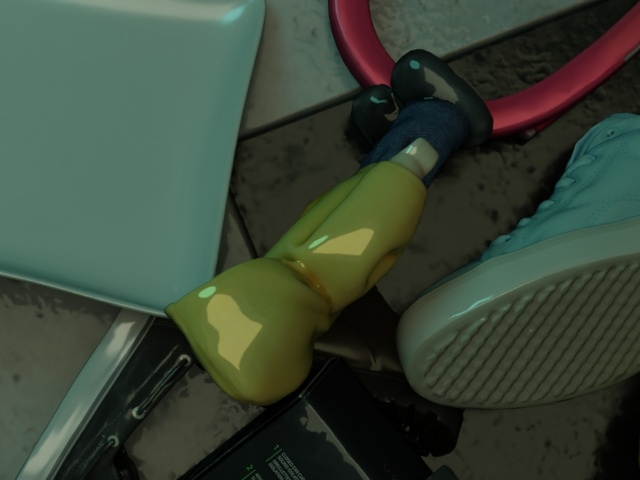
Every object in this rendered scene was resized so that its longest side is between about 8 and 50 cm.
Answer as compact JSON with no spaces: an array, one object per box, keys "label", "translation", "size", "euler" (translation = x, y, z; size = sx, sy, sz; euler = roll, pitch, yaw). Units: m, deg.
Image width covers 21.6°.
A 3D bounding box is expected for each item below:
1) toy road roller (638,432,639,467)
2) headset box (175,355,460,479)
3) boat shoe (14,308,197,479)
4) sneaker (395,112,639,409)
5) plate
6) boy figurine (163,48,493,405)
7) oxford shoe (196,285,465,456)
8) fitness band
[{"label":"toy road roller","translation":[0.323,0.201,1.069],"size":[0.240,0.202,0.329],"euler":[25,104,-15]},{"label":"headset box","translation":[-0.017,0.247,1.054],"size":[0.283,0.131,0.246],"euler":[-40,89,12]},{"label":"boat shoe","translation":[-0.149,0.142,1.118],"size":[0.076,0.080,0.228],"euler":[31,93,-4]},{"label":"sneaker","translation":[0.198,-0.006,1.141],"size":[0.366,0.135,0.150],"euler":[-20,45,-16]},{"label":"plate","translation":[-0.191,-0.083,1.122],"size":[0.277,0.045,0.278],"euler":[12,57,-4]},{"label":"boy figurine","translation":[0.000,0.000,1.059],"size":[0.092,0.177,0.285],"euler":[47,50,-6]},{"label":"oxford shoe","translation":[-0.004,0.069,1.154],"size":[0.227,0.083,0.096],"euler":[20,58,3]},{"label":"fitness band","translation":[0.142,-0.198,1.196],"size":[0.291,0.054,0.209],"euler":[-39,84,-7]}]
